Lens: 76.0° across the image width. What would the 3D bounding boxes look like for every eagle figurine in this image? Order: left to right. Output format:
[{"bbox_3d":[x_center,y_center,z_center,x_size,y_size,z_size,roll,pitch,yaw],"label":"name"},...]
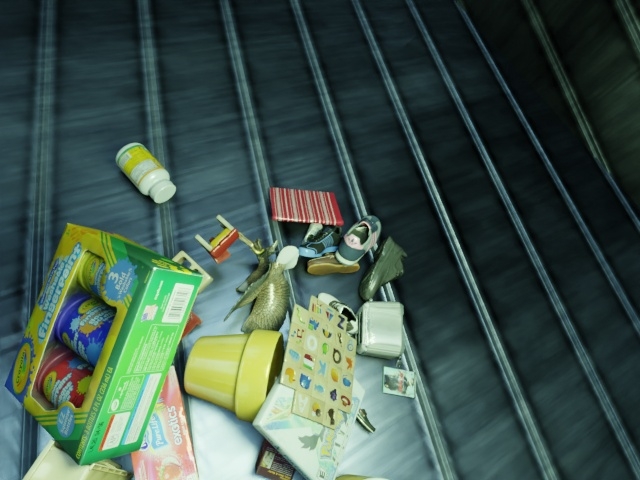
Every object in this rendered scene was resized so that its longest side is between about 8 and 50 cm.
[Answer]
[{"bbox_3d":[-0.197,0.152,1.339,0.226,0.225,0.299,13,49,-22],"label":"eagle figurine"}]

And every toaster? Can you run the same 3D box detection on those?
[{"bbox_3d":[0.201,0.313,1.405,0.146,0.129,0.227,8,64,-8],"label":"toaster"}]

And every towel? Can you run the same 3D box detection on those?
[{"bbox_3d":[-0.056,-0.129,1.576,0.274,0.031,0.199,4,40,-15],"label":"towel"}]

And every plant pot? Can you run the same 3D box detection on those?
[{"bbox_3d":[-0.246,0.374,1.181,0.238,0.254,0.254,8,60,5],"label":"plant pot"}]

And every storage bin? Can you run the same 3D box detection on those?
[{"bbox_3d":[-0.584,0.627,0.926,0.123,0.260,0.262,17,58,12],"label":"storage bin"}]

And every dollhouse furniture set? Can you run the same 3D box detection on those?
[{"bbox_3d":[-0.370,0.128,1.232,0.152,0.201,0.374,42,75,8],"label":"dollhouse furniture set"}]

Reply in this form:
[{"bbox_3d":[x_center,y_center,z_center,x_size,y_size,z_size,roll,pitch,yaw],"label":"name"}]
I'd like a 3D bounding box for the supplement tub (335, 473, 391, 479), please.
[{"bbox_3d":[0.119,0.733,1.036,0.240,0.331,0.241,7,61,-13],"label":"supplement tub"}]

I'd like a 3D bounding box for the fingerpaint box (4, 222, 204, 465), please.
[{"bbox_3d":[-0.537,0.225,1.003,0.370,0.163,0.445,19,88,31],"label":"fingerpaint box"}]

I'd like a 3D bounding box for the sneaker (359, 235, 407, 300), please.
[{"bbox_3d":[0.245,0.116,1.537,0.130,0.109,0.286,35,61,-4],"label":"sneaker"}]

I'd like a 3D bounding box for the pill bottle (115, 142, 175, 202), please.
[{"bbox_3d":[-0.612,-0.235,1.448,0.208,0.118,0.117,46,60,10],"label":"pill bottle"}]

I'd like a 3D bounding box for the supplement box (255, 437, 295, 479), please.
[{"bbox_3d":[-0.105,0.572,1.167,0.104,0.081,0.188,22,79,-6],"label":"supplement box"}]

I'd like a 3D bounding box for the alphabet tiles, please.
[{"bbox_3d":[0.006,0.347,1.194,0.285,0.011,0.343,37,46,-33],"label":"alphabet tiles"}]

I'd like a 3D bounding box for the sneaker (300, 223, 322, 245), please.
[{"bbox_3d":[-0.026,-0.025,1.550,0.053,0.061,0.152,24,57,-1],"label":"sneaker"}]

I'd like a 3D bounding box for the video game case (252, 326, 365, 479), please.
[{"bbox_3d":[-0.011,0.463,1.150,0.300,0.036,0.329,53,40,-17],"label":"video game case"}]

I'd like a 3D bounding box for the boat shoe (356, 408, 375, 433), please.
[{"bbox_3d":[0.129,0.552,1.300,0.042,0.049,0.133,-40,75,-22],"label":"boat shoe"}]

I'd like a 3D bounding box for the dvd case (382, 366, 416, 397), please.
[{"bbox_3d":[0.269,0.485,1.399,0.119,0.013,0.087,14,60,-10],"label":"dvd case"}]

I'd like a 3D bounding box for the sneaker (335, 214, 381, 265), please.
[{"bbox_3d":[0.170,-0.031,1.539,0.112,0.131,0.319,31,40,7],"label":"sneaker"}]

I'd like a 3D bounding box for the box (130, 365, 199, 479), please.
[{"bbox_3d":[-0.426,0.512,1.093,0.142,0.154,0.300,-13,69,-21],"label":"box"}]

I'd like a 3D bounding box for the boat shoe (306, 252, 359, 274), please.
[{"bbox_3d":[0.042,0.081,1.512,0.206,0.073,0.073,1,55,-26],"label":"boat shoe"}]

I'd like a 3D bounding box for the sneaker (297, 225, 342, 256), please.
[{"bbox_3d":[0.000,0.000,1.478,0.081,0.091,0.232,15,16,33],"label":"sneaker"}]

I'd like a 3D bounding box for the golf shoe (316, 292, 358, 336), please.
[{"bbox_3d":[0.064,0.234,1.406,0.077,0.094,0.198,-28,56,-31],"label":"golf shoe"}]
